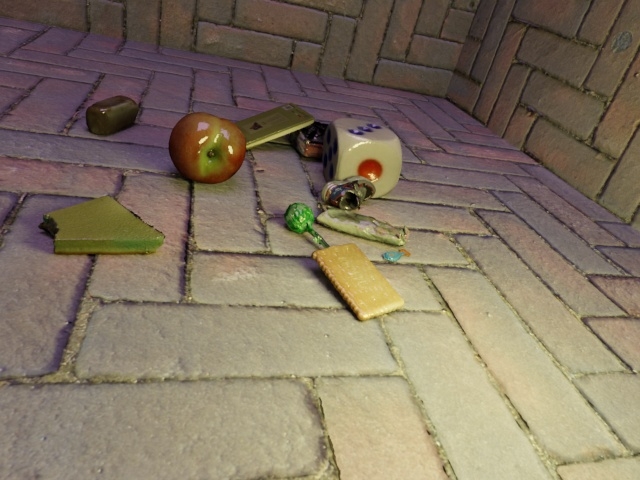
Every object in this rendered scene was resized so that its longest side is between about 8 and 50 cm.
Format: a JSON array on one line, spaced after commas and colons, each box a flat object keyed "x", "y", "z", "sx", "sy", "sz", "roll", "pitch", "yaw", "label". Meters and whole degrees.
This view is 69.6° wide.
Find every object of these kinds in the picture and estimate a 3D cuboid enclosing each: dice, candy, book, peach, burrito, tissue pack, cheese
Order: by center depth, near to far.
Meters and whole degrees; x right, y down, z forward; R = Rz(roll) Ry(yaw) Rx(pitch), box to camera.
[{"x": -0.001, "y": -0.001, "z": 1.360, "sx": 0.097, "sy": 0.097, "sz": 0.323, "roll": -12, "pitch": 47, "yaw": -38, "label": "candy"}, {"x": 0.237, "y": 0.045, "z": 1.431, "sx": 0.111, "sy": 0.017, "sz": 0.047, "roll": -13, "pitch": 43, "yaw": -39, "label": "cheese"}, {"x": 0.135, "y": -0.045, "z": 1.490, "sx": 0.309, "sy": 0.066, "sz": 0.096, "roll": 15, "pitch": 33, "yaw": 5, "label": "burrito"}, {"x": -0.381, "y": -0.309, "z": 1.544, "sx": 0.253, "sy": 0.252, "sz": 0.252, "roll": 11, "pitch": 31, "yaw": -7, "label": "peach"}, {"x": -0.801, "y": -0.488, "z": 1.776, "sx": 0.102, "sy": 0.104, "sz": 0.234, "roll": 20, "pitch": 30, "yaw": 7, "label": "candy"}, {"x": 0.154, "y": -0.323, "z": 1.793, "sx": 0.259, "sy": 0.243, "sz": 0.251, "roll": 1, "pitch": 33, "yaw": -16, "label": "dice"}, {"x": -0.228, "y": -0.506, "z": 2.008, "sx": 0.352, "sy": 0.035, "sz": 0.239, "roll": -26, "pitch": 43, "yaw": -18, "label": "book"}, {"x": 0.043, "y": -0.445, "z": 2.057, "sx": 0.333, "sy": 0.123, "sz": 0.245, "roll": 0, "pitch": 31, "yaw": -24, "label": "tissue pack"}]

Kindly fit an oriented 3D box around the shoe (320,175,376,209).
[{"x": 0.120, "y": -0.163, "z": 1.637, "sx": 0.228, "sy": 0.099, "sz": 0.125, "roll": -11, "pitch": 31, "yaw": -29, "label": "shoe"}]

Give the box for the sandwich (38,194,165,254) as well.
[{"x": -0.552, "y": -0.012, "z": 1.147, "sx": 0.245, "sy": 0.063, "sz": 0.212, "roll": 30, "pitch": 37, "yaw": 25, "label": "sandwich"}]

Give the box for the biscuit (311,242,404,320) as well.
[{"x": 0.096, "y": 0.104, "z": 1.228, "sx": 0.160, "sy": 0.030, "sz": 0.249, "roll": -12, "pitch": 49, "yaw": -36, "label": "biscuit"}]
